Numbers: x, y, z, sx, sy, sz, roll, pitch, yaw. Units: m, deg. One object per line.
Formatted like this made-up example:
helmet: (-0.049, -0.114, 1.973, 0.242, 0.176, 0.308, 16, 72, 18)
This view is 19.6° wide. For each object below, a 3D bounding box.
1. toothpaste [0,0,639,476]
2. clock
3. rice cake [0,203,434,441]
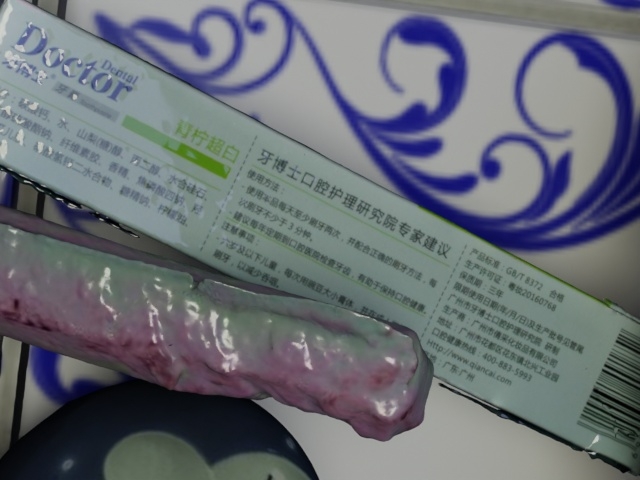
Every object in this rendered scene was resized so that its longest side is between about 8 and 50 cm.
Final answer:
toothpaste: (0.000, 0.000, 0.769, 0.336, 0.081, 0.067, 27, 88, -20)
clock: (-0.048, 0.172, 0.747, 0.199, 0.146, 0.243, -38, 112, -26)
rice cake: (-0.098, 0.016, 0.693, 0.290, 0.081, 0.051, 17, 71, 4)
